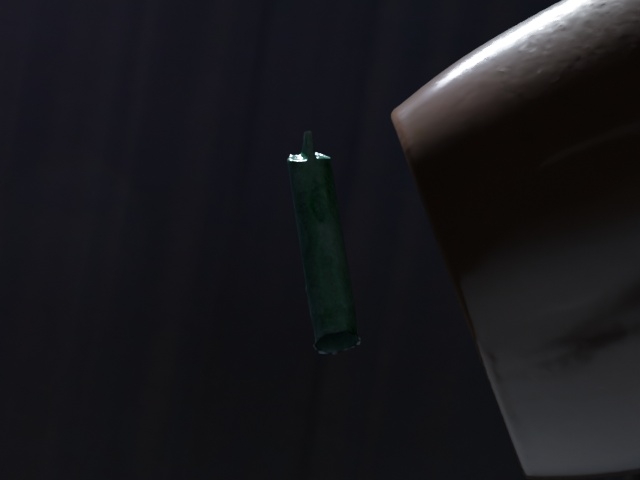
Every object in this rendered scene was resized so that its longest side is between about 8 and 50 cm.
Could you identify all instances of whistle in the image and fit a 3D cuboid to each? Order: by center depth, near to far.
[{"bbox_3d":[0.000,0.000,1.570,0.039,0.186,0.039,-7,-29,-4],"label":"whistle"}]

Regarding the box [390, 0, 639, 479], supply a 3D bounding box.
[{"bbox_3d":[0.179,-0.006,1.180,0.216,0.301,0.301,-19,-4,5],"label":"box"}]
